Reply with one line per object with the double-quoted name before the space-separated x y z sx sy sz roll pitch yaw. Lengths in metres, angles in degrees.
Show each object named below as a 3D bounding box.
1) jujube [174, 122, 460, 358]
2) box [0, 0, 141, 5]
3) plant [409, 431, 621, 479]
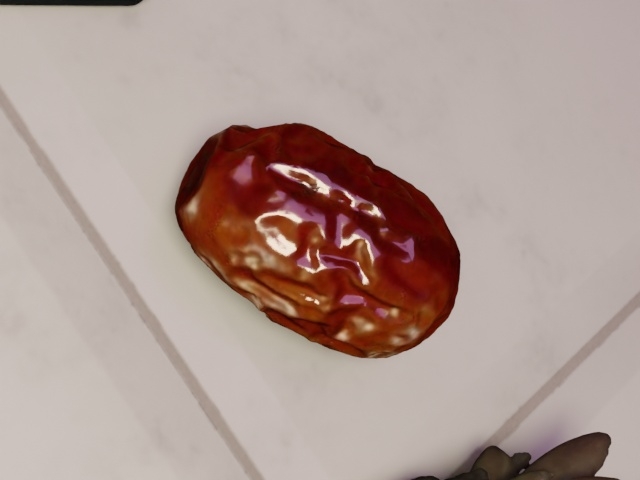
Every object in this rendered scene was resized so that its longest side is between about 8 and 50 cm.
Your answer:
"jujube" 0.000 0.000 0.813 0.250 0.174 0.174 25 64 -16
"box" -0.241 -0.321 0.852 0.160 0.050 0.230 -7 78 -29
"plant" 0.136 0.281 0.802 0.321 0.194 0.181 -9 91 -26
